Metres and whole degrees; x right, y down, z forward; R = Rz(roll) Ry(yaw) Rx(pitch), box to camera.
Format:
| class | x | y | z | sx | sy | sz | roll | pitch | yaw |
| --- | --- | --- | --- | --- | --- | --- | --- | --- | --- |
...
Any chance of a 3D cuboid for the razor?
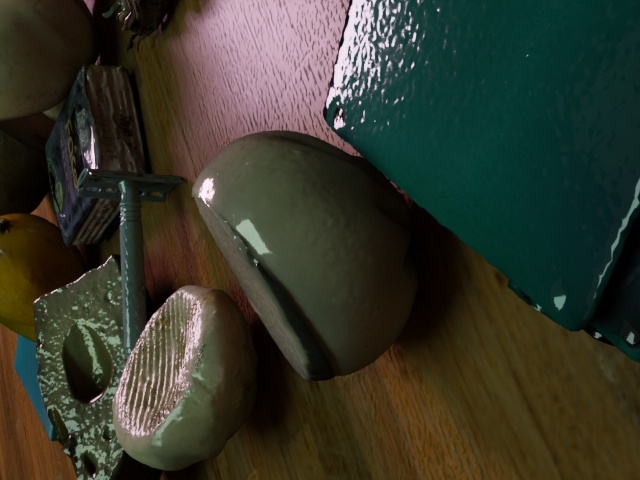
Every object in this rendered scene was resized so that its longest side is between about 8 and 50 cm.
| class | x | y | z | sx | sy | sz | roll | pitch | yaw |
| --- | --- | --- | --- | --- | --- | --- | --- | --- | --- |
| razor | -0.200 | 0.036 | 0.849 | 0.068 | 0.106 | 0.232 | -32 | 61 | 56 |

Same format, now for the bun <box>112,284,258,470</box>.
| class | x | y | z | sx | sy | sz | roll | pitch | yaw |
| --- | --- | --- | --- | --- | --- | --- | --- | --- | --- |
| bun | -0.114 | 0.133 | 0.742 | 0.183 | 0.102 | 0.183 | -37 | 38 | 36 |

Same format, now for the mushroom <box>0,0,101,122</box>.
| class | x | y | z | sx | sy | sz | roll | pitch | yaw |
| --- | --- | --- | --- | --- | --- | --- | --- | --- | --- |
| mushroom | -0.419 | -0.259 | 1.103 | 0.234 | 0.254 | 0.260 | 69 | -146 | -50 |

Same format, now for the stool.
| class | x | y | z | sx | sy | sz | roll | pitch | yaw |
| --- | --- | --- | --- | --- | --- | --- | --- | --- | --- |
| stool | -0.532 | -0.090 | 1.240 | 0.264 | 0.179 | 0.179 | -50 | 47 | 15 |

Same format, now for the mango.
| class | x | y | z | sx | sy | sz | roll | pitch | yaw |
| --- | --- | --- | --- | --- | --- | --- | --- | --- | --- |
| mango | -0.448 | 0.068 | 1.218 | 0.317 | 0.176 | 0.119 | 102 | 169 | -51 |

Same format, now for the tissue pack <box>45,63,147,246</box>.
| class | x | y | z | sx | sy | sz | roll | pitch | yaw |
| --- | --- | --- | --- | --- | --- | --- | --- | --- | --- |
| tissue pack | -0.307 | -0.106 | 1.059 | 0.235 | 0.073 | 0.173 | -33 | 67 | 55 |

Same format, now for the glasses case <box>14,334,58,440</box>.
| class | x | y | z | sx | sy | sz | roll | pitch | yaw |
| --- | --- | --- | --- | --- | --- | --- | --- | --- | --- |
| glasses case | -0.465 | 0.225 | 1.362 | 0.301 | 0.070 | 0.117 | 29 | 111 | 56 |

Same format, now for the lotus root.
| class | x | y | z | sx | sy | sz | roll | pitch | yaw |
| --- | --- | --- | --- | --- | --- | --- | --- | --- | --- |
| lotus root | -0.237 | 0.168 | 0.931 | 0.210 | 0.142 | 0.314 | 57 | -164 | -76 |

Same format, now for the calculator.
| class | x | y | z | sx | sy | sz | roll | pitch | yaw |
| --- | --- | --- | --- | --- | --- | --- | --- | --- | --- |
| calculator | 0.107 | -0.112 | 0.401 | 0.274 | 0.058 | 0.248 | 43 | 128 | 48 |

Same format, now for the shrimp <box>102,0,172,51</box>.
| class | x | y | z | sx | sy | sz | roll | pitch | yaw |
| --- | --- | --- | --- | --- | --- | --- | --- | --- | --- |
| shrimp | -0.198 | -0.282 | 0.873 | 0.073 | 0.075 | 0.190 | 39 | 144 | 10 |

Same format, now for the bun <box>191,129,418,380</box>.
| class | x | y | z | sx | sy | sz | roll | pitch | yaw |
| --- | --- | --- | --- | --- | --- | --- | --- | --- | --- |
| bun | 0.000 | 0.000 | 0.524 | 0.173 | 0.120 | 0.173 | 54 | 169 | 15 |
